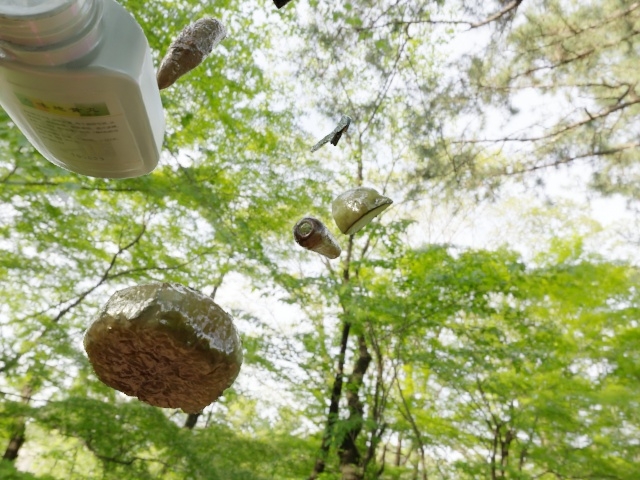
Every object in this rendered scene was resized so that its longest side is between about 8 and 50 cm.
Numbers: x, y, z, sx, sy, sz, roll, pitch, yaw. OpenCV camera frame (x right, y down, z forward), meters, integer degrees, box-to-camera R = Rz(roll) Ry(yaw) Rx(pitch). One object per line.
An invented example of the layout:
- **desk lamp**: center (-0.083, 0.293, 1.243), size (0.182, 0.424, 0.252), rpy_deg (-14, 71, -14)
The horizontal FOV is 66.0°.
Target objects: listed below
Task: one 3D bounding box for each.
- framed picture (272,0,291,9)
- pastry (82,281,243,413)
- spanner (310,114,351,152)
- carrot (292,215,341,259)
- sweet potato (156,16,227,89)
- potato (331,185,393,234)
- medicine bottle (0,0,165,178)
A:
- **framed picture**: center (-0.069, -0.658, 0.942), size (0.244, 0.013, 0.323), rpy_deg (-29, -78, 14)
- **pastry**: center (-0.195, 0.134, 0.632), size (0.193, 0.093, 0.182), rpy_deg (36, -56, -21)
- **spanner**: center (0.021, -0.311, 1.501), size (0.026, 0.093, 0.325), rpy_deg (26, -9, -16)
- **carrot**: center (0.000, 0.000, 0.842), size (0.055, 0.055, 0.161), rpy_deg (1, -11, 20)
- **sweet potato**: center (-0.336, -0.525, 1.328), size (0.092, 0.341, 0.114), rpy_deg (31, -39, -6)
- **potato**: center (0.093, -0.102, 1.291), size (0.149, 0.120, 0.081), rpy_deg (-40, -21, 28)
- **medicine bottle**: center (-0.292, -0.192, 0.586), size (0.179, 0.124, 0.324), rpy_deg (8, -17, -7)
